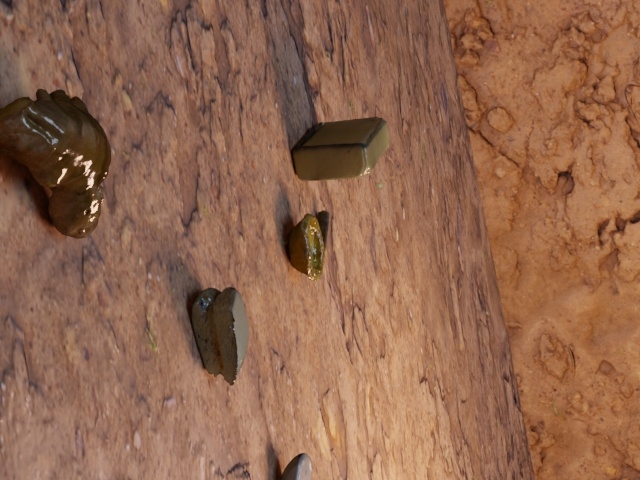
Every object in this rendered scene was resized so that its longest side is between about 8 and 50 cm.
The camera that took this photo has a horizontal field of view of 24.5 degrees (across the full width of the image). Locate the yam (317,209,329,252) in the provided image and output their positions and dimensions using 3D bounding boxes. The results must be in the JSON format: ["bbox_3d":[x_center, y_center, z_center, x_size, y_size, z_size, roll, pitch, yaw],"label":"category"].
[{"bbox_3d":[0.000,0.000,2.282,0.021,0.021,0.116,67,23,-45],"label":"yam"}]

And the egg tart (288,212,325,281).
[{"bbox_3d":[-0.022,0.011,2.168,0.105,0.039,0.105,-6,90,-74],"label":"egg tart"}]

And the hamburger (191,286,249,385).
[{"bbox_3d":[-0.116,0.108,1.794,0.084,0.054,0.121,-71,153,-64],"label":"hamburger"}]

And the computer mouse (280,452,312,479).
[{"bbox_3d":[-0.040,0.342,2.000,0.056,0.032,0.110,53,44,-59],"label":"computer mouse"}]

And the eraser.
[{"bbox_3d":[0.033,-0.142,2.282,0.172,0.117,0.058,-54,140,-67],"label":"eraser"}]

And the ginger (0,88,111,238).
[{"bbox_3d":[-0.241,-0.089,1.380,0.115,0.081,0.205,-55,157,-18],"label":"ginger"}]
